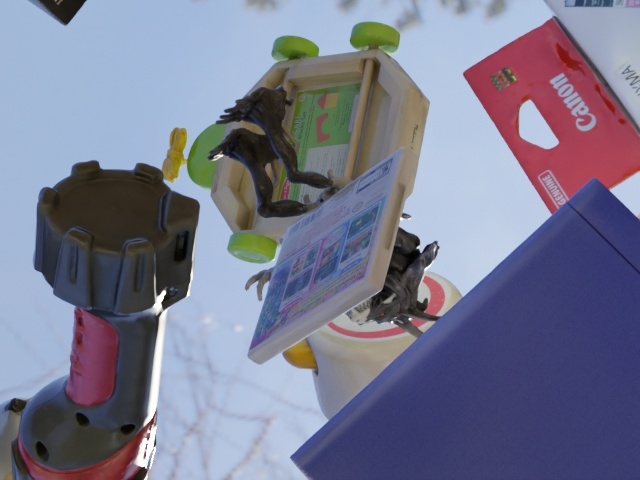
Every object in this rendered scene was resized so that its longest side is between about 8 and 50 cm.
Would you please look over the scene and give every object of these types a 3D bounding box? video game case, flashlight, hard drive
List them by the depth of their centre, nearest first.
[{"bbox_3d":[-0.151,0.073,1.147,0.103,0.304,0.103,39,-124,22],"label":"flashlight"},{"bbox_3d":[0.164,0.133,1.327,0.210,0.318,0.040,46,176,17],"label":"hard drive"},{"bbox_3d":[0.009,0.013,1.395,0.019,0.157,0.143,35,-133,-21],"label":"video game case"}]

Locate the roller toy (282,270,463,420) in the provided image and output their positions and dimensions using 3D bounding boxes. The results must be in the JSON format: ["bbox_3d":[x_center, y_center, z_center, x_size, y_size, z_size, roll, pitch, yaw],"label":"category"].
[{"bbox_3d":[0.079,0.123,2.053,0.191,0.209,0.146,-34,-54,-35],"label":"roller toy"}]

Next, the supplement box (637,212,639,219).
[{"bbox_3d":[0.427,0.058,1.873,0.080,0.078,0.233,-5,-143,-49],"label":"supplement box"}]

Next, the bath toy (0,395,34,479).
[{"bbox_3d":[-0.255,0.192,1.562,0.129,0.151,0.348,-71,-22,-10],"label":"bath toy"}]

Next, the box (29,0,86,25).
[{"bbox_3d":[-0.229,-0.321,1.461,0.216,0.270,0.060,-50,-41,-3],"label":"box"}]

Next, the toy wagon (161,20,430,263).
[{"bbox_3d":[-0.034,-0.104,1.994,0.068,0.344,0.267,31,-116,-44],"label":"toy wagon"}]

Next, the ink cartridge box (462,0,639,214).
[{"bbox_3d":[0.282,-0.176,1.786,0.060,0.239,0.275,55,-173,-43],"label":"ink cartridge box"}]

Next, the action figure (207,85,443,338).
[{"bbox_3d":[0.000,0.000,1.608,0.141,0.164,0.276,-34,-101,-32],"label":"action figure"}]
